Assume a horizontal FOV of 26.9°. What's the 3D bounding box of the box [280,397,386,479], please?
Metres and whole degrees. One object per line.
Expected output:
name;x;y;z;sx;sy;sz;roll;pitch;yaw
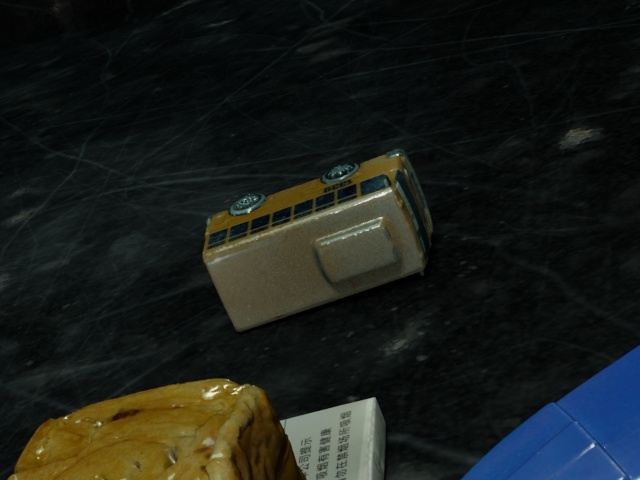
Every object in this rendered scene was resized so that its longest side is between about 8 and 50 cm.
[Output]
box;-0.056;0.160;0.857;0.198;0.029;0.109;-15;21;11

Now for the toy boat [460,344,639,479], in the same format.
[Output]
toy boat;0.142;0.134;0.680;0.295;0.088;0.129;-33;23;-3

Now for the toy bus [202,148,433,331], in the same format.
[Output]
toy bus;0.000;0.000;1.109;0.182;0.091;0.103;-19;23;9

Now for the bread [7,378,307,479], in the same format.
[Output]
bread;-0.082;0.171;0.703;0.158;0.143;0.149;-19;21;14
